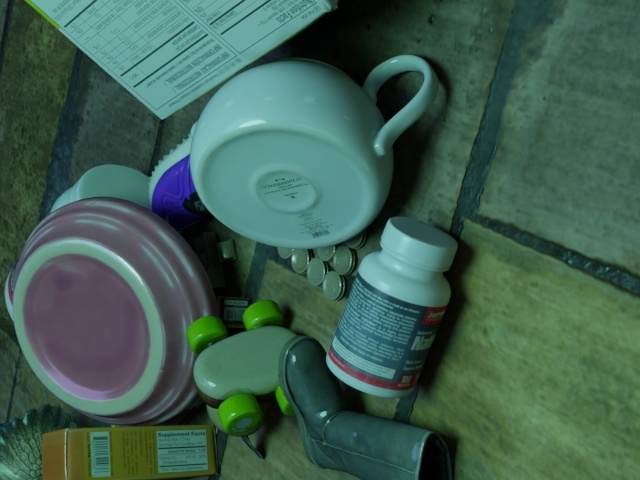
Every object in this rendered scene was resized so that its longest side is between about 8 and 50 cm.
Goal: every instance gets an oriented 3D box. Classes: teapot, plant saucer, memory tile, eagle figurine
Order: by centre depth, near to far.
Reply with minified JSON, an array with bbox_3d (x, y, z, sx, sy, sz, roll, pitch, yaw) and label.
[{"bbox_3d":[-0.023,-0.126,1.282,0.252,0.256,0.187,115,170,-50],"label":"teapot"},{"bbox_3d":[0.000,0.000,1.383,0.148,0.012,0.113,40,117,44],"label":"memory tile"},{"bbox_3d":[-0.298,0.109,1.491,0.332,0.084,0.332,7,107,25],"label":"plant saucer"},{"bbox_3d":[-0.429,0.439,1.730,0.225,0.226,0.298,-119,41,-61],"label":"eagle figurine"}]

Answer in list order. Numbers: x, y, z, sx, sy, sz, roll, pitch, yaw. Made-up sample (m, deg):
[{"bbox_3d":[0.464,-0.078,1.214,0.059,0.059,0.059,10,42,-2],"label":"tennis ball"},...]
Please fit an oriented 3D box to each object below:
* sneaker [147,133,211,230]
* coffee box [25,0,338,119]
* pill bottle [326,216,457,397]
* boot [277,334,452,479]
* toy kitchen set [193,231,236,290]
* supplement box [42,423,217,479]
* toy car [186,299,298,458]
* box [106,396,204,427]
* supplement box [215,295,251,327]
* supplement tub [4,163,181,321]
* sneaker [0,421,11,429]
[{"bbox_3d":[-0.137,-0.072,1.485,0.293,0.102,0.146,-44,56,39],"label":"sneaker"},{"bbox_3d":[-0.144,-0.408,1.255,0.338,0.334,0.337,-23,34,46],"label":"coffee box"},{"bbox_3d":[0.083,0.072,1.200,0.108,0.108,0.180,38,116,45],"label":"pill bottle"},{"bbox_3d":[0.049,0.206,1.232,0.208,0.076,0.190,10,124,57],"label":"boot"},{"bbox_3d":[-0.168,0.027,1.534,0.068,0.075,0.083,-27,70,45],"label":"toy kitchen set"},{"bbox_3d":[-0.259,0.295,1.494,0.078,0.233,0.080,-21,67,48],"label":"supplement box"},{"bbox_3d":[-0.090,0.202,1.416,0.188,0.149,0.155,94,155,-49],"label":"toy car"},{"bbox_3d":[-0.256,0.206,1.639,0.231,0.056,0.183,-47,53,37],"label":"box"},{"bbox_3d":[-0.141,0.100,1.511,0.083,0.055,0.043,-4,82,49],"label":"supplement box"},{"bbox_3d":[-0.348,0.032,1.662,0.272,0.191,0.191,-47,53,37],"label":"supplement tub"},{"bbox_3d":[-0.501,0.454,1.855,0.130,0.147,0.330,-125,30,-60],"label":"sneaker"}]
